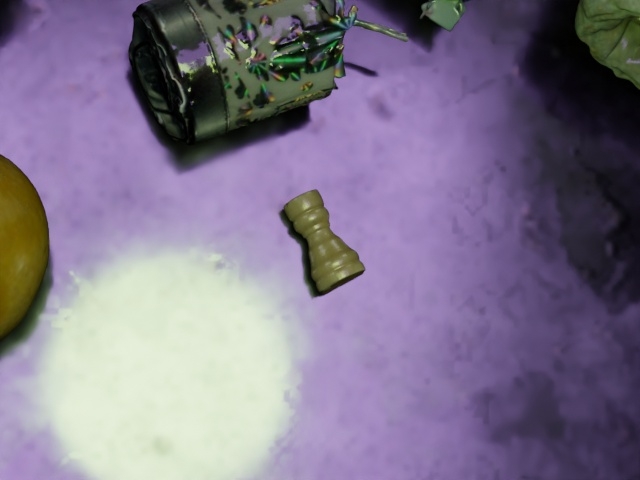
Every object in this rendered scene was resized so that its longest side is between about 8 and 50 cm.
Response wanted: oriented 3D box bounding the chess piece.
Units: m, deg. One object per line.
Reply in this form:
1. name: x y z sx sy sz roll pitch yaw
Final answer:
1. chess piece: 0.000 0.000 1.712 0.066 0.066 0.122 -27 82 -13

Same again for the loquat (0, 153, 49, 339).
1. loquat: -0.433 0.008 1.529 0.263 0.263 0.263 1 82 -10

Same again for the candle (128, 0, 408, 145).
1. candle: -0.060 -0.243 1.674 0.330 0.187 0.187 -20 86 -13

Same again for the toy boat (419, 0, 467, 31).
1. toy boat: 0.066 -0.384 1.759 0.299 0.134 0.092 33 112 0

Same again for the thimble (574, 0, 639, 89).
1. thimble: 0.489 -0.299 1.740 0.291 0.291 0.195 26 77 -5
